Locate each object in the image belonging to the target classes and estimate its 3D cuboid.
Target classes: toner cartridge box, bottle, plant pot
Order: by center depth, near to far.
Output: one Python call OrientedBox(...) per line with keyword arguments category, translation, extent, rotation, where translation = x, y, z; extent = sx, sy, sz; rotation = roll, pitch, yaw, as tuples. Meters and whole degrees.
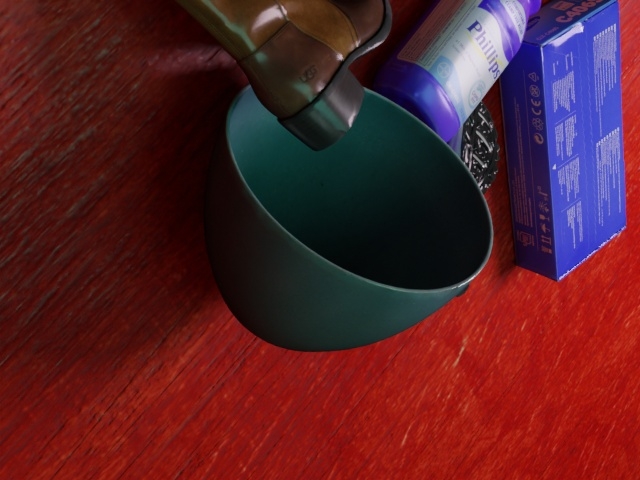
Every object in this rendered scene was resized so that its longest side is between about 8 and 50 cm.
OrientedBox(category="plant pot", translation=(0.000, 0.000, 1.332), extent=(0.290, 0.290, 0.195), rotation=(-13, 148, -43))
OrientedBox(category="bottle", translation=(0.176, -0.243, 1.517), extent=(0.283, 0.092, 0.118), rotation=(-52, 135, -18))
OrientedBox(category="toner cartridge box", translation=(0.320, -0.135, 1.730), extent=(0.165, 0.075, 0.348), rotation=(-34, 129, -34))

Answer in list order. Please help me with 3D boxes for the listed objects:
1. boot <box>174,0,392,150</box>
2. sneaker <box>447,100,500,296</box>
OrientedBox(category="boot", translation=(-0.063, -0.256, 1.259), extent=(0.280, 0.096, 0.264), rotation=(44, 45, -26))
OrientedBox(category="sneaker", translation=(0.138, -0.063, 1.556), extent=(0.100, 0.108, 0.271), rotation=(44, 57, -47))
